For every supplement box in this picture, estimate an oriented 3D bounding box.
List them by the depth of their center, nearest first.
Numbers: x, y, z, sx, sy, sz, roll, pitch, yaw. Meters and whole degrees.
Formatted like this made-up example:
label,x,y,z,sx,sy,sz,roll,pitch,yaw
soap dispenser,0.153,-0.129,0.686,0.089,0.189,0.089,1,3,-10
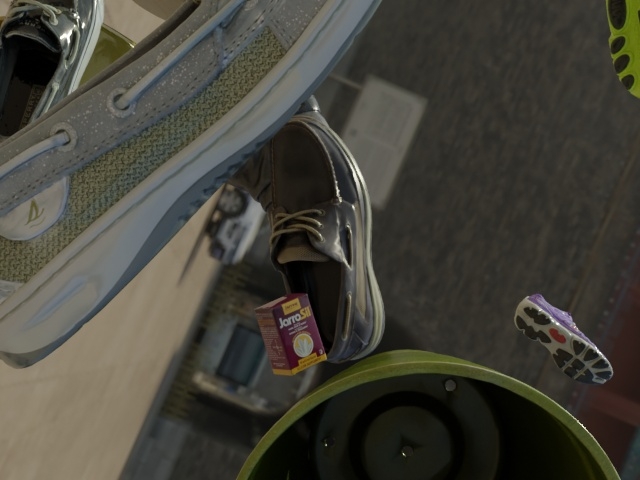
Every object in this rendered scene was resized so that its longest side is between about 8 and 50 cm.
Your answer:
label,x,y,z,sx,sy,sz,roll,pitch,yaw
supplement box,-0.035,0.110,1.327,0.055,0.083,0.043,-22,-171,-33

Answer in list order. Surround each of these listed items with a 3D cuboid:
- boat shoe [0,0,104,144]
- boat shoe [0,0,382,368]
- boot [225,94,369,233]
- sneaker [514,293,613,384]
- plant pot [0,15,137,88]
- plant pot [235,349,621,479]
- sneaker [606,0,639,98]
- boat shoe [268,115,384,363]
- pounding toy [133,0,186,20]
label,x,y,z,sx,sy,sz,roll,pitch,yaw
boat shoe,-0.240,-0.174,0.989,0.070,0.077,0.220,85,10,-72
boat shoe,-0.071,-0.082,0.534,0.320,0.103,0.118,-46,-164,8
boot,-0.108,-0.093,1.767,0.118,0.338,0.223,100,-33,-65
sneaker,0.367,0.140,1.674,0.071,0.170,0.068,-40,173,-48
plant pot,-0.280,-0.132,1.299,0.212,0.187,0.212,4,-94,43
plant pot,0.096,0.261,1.156,0.353,0.366,0.367,-82,-165,-82
sneaker,0.405,-0.318,1.376,0.109,0.123,0.296,1,-82,50
boat shoe,0.000,0.000,1.572,0.130,0.132,0.356,-19,93,-65
pounding toy,-0.146,-0.361,1.434,0.236,0.182,0.110,-10,-120,57
